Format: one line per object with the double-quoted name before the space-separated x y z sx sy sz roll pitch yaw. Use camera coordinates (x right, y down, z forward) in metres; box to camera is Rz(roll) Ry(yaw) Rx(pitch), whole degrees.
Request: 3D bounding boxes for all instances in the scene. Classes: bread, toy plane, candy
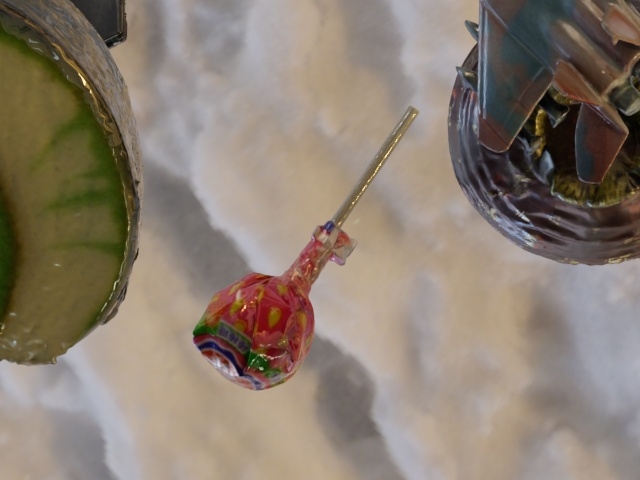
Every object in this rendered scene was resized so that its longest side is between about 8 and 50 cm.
"bread" -0.313 -0.042 1.204 0.382 0.129 0.366 32 108 -17
"toy plane" 0.152 -0.201 1.169 0.223 0.104 0.326 -51 51 24
"candy" 0.000 0.000 1.738 0.124 0.124 0.365 32 79 11

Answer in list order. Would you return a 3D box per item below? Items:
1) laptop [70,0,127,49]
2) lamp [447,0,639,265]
"laptop" -0.284 -0.254 1.805 0.180 0.016 0.129 -17 64 36
"lamp" 0.226 -0.094 1.335 0.247 0.247 0.247 10 115 22
